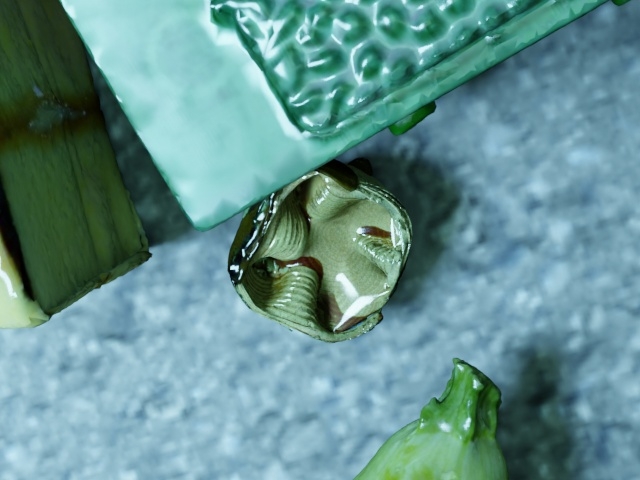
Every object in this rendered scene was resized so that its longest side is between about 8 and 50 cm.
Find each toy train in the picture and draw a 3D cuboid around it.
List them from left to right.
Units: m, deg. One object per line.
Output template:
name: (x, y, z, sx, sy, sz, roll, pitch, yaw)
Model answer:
toy train: (0.038, -0.128, 0.619, 0.266, 0.202, 0.145, -30, 93, 14)

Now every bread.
bread: (-0.227, -0.018, 0.698, 0.264, 0.167, 0.163, -18, 94, 14)

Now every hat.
hat: (-0.001, 0.000, 0.714, 0.076, 0.059, 0.077, 23, 106, -11)

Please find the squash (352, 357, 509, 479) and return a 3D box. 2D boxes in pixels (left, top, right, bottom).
squash: (-0.003, 0.225, 0.715, 0.118, 0.118, 0.370, 31, 96, 4)
